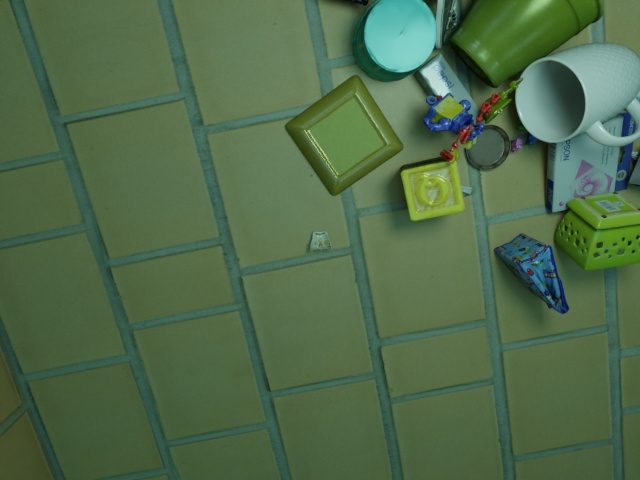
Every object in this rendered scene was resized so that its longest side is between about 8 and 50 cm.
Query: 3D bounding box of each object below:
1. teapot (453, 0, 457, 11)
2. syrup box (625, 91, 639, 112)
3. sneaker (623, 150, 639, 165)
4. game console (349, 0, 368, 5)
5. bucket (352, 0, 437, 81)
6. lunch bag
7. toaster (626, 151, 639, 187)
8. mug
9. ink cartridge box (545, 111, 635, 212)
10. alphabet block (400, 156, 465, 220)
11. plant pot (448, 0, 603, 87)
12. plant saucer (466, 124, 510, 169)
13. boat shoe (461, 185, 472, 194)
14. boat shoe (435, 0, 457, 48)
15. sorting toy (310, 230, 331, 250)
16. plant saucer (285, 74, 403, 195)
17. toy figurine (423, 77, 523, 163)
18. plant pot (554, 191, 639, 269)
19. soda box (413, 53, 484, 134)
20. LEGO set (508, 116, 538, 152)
[{"bbox_3d":[0.450,-0.917,1.482,0.256,0.187,0.252,-34,83,32],"label":"teapot"},{"bbox_3d":[1.175,-0.519,1.629,0.237,0.096,0.093,36,98,-9],"label":"syrup box"},{"bbox_3d":[1.206,-0.306,1.709,0.099,0.038,0.069,5,102,-2],"label":"sneaker"},{"bbox_3d":[0.146,-0.943,1.430,0.251,0.173,0.292,12,85,-4],"label":"game console"},{"bbox_3d":[0.255,-0.688,1.522,0.282,0.183,0.280,-1,103,-3],"label":"bucket"},{"bbox_3d":[0.828,0.146,1.712,0.138,0.221,0.293,-31,102,5],"label":"lunch bag"},{"bbox_3d":[1.265,-0.273,1.660,0.168,0.110,0.185,7,106,-26],"label":"toaster"},{"bbox_3d":[0.895,-0.465,1.457,0.328,0.276,0.373,-23,71,-16],"label":"mug"},{"bbox_3d":[1.015,-0.288,1.655,0.331,0.071,0.323,-13,119,3],"label":"ink cartridge box"},{"bbox_3d":[0.401,-0.194,1.619,0.194,0.197,0.192,-13,103,13],"label":"alphabet block"},{"bbox_3d":[0.631,-0.715,1.466,0.366,0.366,0.353,43,111,-10],"label":"plant pot"},{"bbox_3d":[0.632,-0.352,1.690,0.169,0.029,0.168,0,103,0],"label":"plant saucer"},{"bbox_3d":[0.534,-0.195,1.722,0.100,0.035,0.035,7,100,-10],"label":"boat shoe"},{"bbox_3d":[0.418,-0.733,1.482,0.070,0.219,0.077,3,65,12],"label":"boat shoe"},{"bbox_3d":[0.000,0.000,1.753,0.084,0.045,0.075,-4,96,0],"label":"sorting toy"},{"bbox_3d":[0.092,-0.381,1.644,0.333,0.081,0.332,-34,101,6],"label":"plant saucer"},{"bbox_3d":[0.462,-0.449,1.481,0.217,0.191,0.363,40,68,19],"label":"toy figurine"},{"bbox_3d":[1.038,-0.045,1.643,0.228,0.228,0.207,-8,123,-1],"label":"plant pot"},{"bbox_3d":[0.465,-0.523,1.613,0.098,0.091,0.286,-38,101,8],"label":"soda box"},{"bbox_3d":[0.779,-0.430,1.642,0.087,0.093,0.227,8,103,-4],"label":"LEGO set"}]
